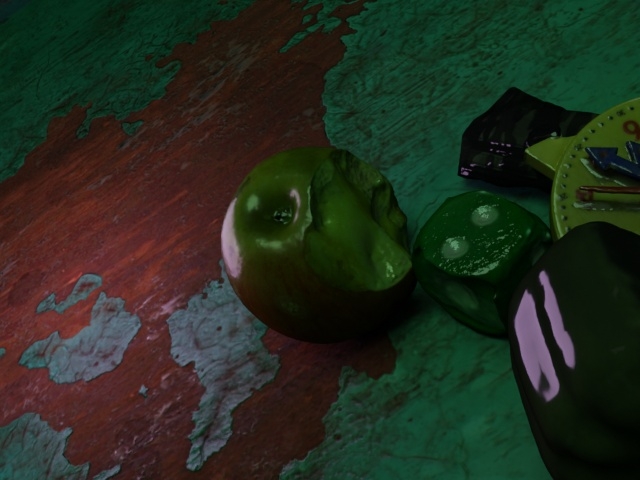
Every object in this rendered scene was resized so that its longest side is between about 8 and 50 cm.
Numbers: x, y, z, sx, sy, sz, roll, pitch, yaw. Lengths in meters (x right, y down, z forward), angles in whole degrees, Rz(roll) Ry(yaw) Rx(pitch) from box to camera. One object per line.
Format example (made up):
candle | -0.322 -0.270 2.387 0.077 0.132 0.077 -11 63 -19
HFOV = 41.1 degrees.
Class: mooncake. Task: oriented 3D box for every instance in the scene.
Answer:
mooncake | 0.336 0.100 0.701 0.351 0.351 0.187 -23 49 14

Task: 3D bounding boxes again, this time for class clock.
clock | 0.383 -0.041 0.900 0.277 0.071 0.293 -31 66 -3

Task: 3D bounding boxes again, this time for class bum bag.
bum bag | 0.319 -0.107 1.051 0.340 0.095 0.144 23 85 43

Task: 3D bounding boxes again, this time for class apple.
apple | 0.000 0.000 1.062 0.246 0.226 0.246 -16 51 20

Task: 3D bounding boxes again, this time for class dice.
dice | 0.192 0.026 0.992 0.131 0.128 0.120 25 68 44
